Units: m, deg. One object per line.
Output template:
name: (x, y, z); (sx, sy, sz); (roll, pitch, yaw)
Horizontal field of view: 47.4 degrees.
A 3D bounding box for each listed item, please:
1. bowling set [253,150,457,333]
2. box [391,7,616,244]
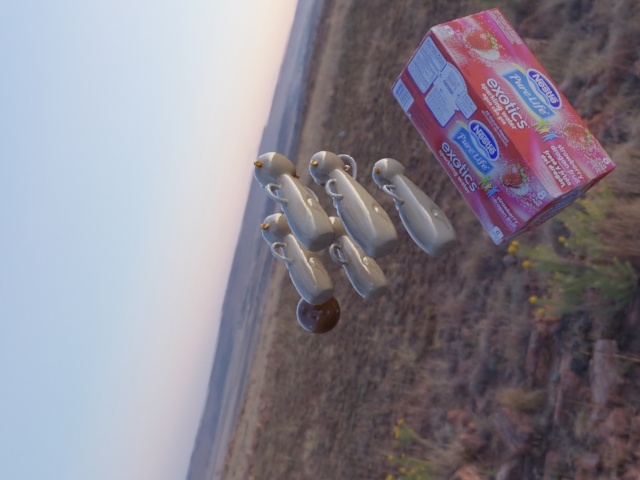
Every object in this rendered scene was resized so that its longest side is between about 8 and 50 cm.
bowling set: (0.000, 0.000, 0.867); (0.200, 0.287, 0.154); (-50, 56, 27)
box: (0.221, -0.142, 0.908); (0.256, 0.123, 0.128); (58, 151, 14)
